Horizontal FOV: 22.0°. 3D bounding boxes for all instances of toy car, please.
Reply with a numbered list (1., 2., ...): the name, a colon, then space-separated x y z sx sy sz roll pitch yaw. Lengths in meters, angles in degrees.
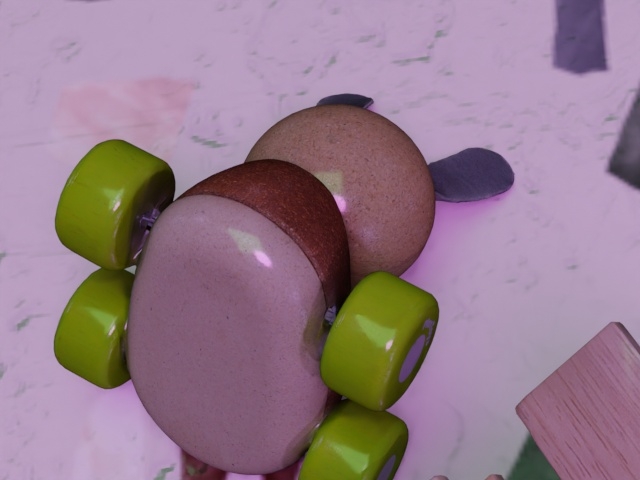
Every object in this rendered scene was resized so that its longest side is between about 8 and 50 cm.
1. toy car: 0.000 0.000 0.725 0.155 0.149 0.188 27 47 17

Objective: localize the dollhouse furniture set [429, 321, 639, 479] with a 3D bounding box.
1. dollhouse furniture set: 0.112 0.166 0.572 0.242 0.212 0.161 -45 62 21
